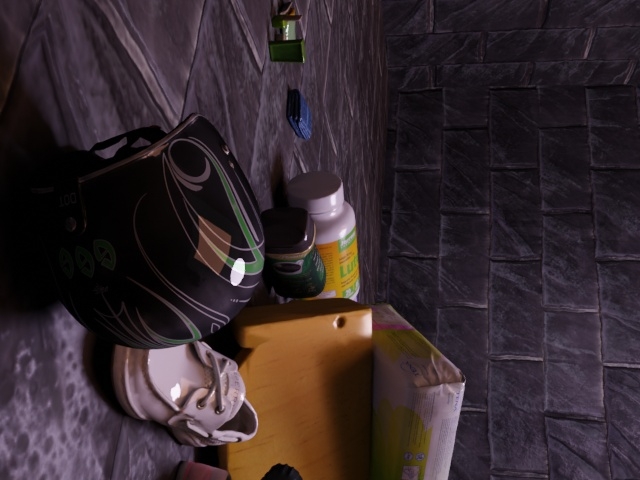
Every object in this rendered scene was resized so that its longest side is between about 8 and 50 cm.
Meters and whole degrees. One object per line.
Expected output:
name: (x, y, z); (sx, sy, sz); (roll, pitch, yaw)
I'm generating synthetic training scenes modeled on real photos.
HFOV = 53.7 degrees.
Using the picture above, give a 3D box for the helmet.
helmet: (-0.120, 0.002, 0.477); (0.169, 0.169, 0.162); (-70, 143, -60)

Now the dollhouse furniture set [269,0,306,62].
dollhouse furniture set: (-0.045, -0.362, 1.111); (0.152, 0.058, 0.076); (-75, 163, -51)

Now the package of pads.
package of pads: (0.108, 0.243, 0.991); (0.296, 0.101, 0.229); (-136, -131, -65)

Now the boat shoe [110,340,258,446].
boat shoe: (-0.124, 0.148, 0.650); (0.277, 0.096, 0.098); (72, 22, -60)

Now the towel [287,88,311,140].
towel: (-0.038, -0.247, 1.246); (0.119, 0.029, 0.067); (44, 47, -76)

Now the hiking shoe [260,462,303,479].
hiking shoe: (-0.063, 0.409, 0.727); (0.113, 0.132, 0.304); (8, 102, -80)

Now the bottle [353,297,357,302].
bottle: (0.026, 0.207, 1.306); (0.092, 0.118, 0.283); (36, 45, -59)

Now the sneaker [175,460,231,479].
sneaker: (-0.133, 0.316, 0.699); (0.051, 0.070, 0.134); (78, 18, -58)

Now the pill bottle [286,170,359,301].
pill bottle: (0.000, 0.000, 1.192); (0.136, 0.136, 0.246); (-74, 162, -53)

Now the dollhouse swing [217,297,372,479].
dollhouse swing: (-0.084, 0.264, 0.991); (0.315, 0.305, 0.347); (-2, 96, -38)

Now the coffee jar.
coffee jar: (-0.048, 0.021, 1.048); (0.184, 0.096, 0.079); (77, 15, -55)
